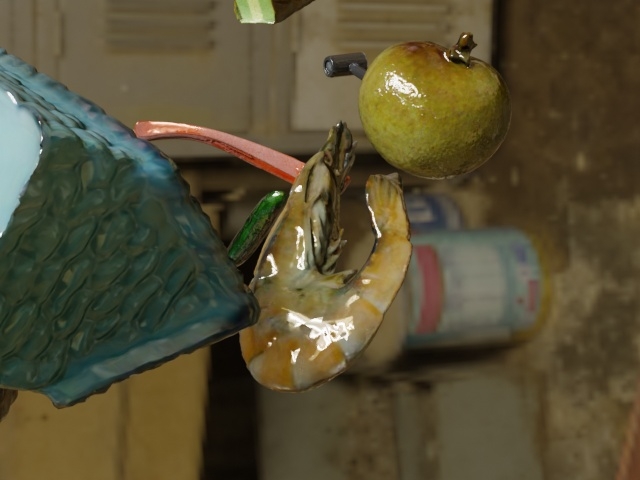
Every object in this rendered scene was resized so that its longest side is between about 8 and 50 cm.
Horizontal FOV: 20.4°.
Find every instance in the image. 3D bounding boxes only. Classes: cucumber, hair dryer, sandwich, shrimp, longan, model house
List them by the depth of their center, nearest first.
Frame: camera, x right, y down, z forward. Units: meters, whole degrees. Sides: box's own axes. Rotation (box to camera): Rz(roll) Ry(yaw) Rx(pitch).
[{"bbox_3d":[-0.195,0.005,1.030,0.261,0.241,0.226,34,102,38],"label":"model house"},{"bbox_3d":[0.012,0.000,1.361,0.145,0.059,0.254,-6,52,42],"label":"shrimp"},{"bbox_3d":[0.121,-0.145,1.842,0.145,0.154,0.176,-121,38,-45],"label":"longan"},{"bbox_3d":[0.043,-0.184,1.976,0.083,0.047,0.026,41,134,48],"label":"hair dryer"},{"bbox_3d":[-0.052,-0.330,2.256,0.074,0.116,0.074,9,124,42],"label":"sandwich"},{"bbox_3d":[-0.083,-0.013,2.257,0.033,0.036,0.184,56,142,17],"label":"cucumber"}]

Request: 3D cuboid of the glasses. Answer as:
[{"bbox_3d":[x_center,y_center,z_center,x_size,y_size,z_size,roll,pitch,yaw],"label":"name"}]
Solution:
[{"bbox_3d":[-0.089,-0.118,2.183,0.118,0.268,0.234,-64,7,1],"label":"glasses"}]
